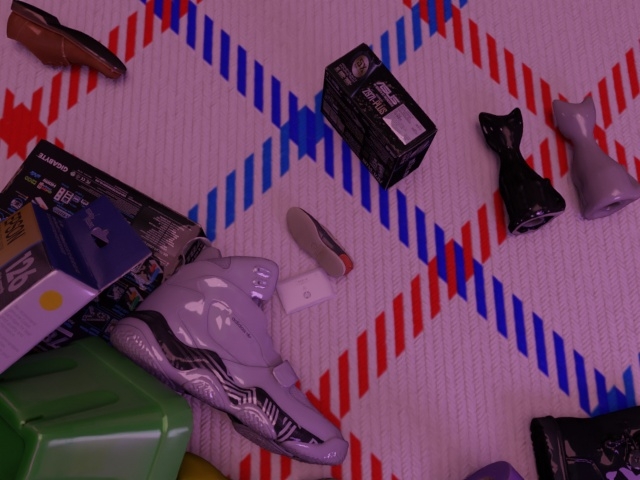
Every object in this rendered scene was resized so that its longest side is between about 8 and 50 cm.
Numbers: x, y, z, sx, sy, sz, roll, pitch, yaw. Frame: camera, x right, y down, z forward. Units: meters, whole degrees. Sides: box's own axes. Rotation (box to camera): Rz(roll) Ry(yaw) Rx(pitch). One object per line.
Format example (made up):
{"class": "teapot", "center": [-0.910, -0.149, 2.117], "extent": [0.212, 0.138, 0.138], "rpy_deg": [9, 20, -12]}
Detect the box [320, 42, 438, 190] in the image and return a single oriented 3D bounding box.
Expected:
{"class": "box", "center": [0.086, -0.189, 0.985], "extent": [0.077, 0.147, 0.180], "rpy_deg": [-35, 79, -12]}

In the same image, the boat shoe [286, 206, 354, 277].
{"class": "boat shoe", "center": [0.000, 0.000, 0.984], "extent": [0.137, 0.049, 0.043], "rpy_deg": [48, 35, 12]}

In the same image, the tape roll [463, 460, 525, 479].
{"class": "tape roll", "center": [0.204, 0.382, 0.813], "extent": [0.189, 0.189, 0.080], "rpy_deg": [-40, 81, -12]}

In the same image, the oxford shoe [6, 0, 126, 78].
{"class": "oxford shoe", "center": [-0.422, -0.316, 1.044], "extent": [0.212, 0.076, 0.076], "rpy_deg": [29, 105, 3]}

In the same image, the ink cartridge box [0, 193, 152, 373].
{"class": "ink cartridge box", "center": [-0.379, 0.049, 0.763], "extent": [0.307, 0.303, 0.072], "rpy_deg": [-42, 121, -11]}

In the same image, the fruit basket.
{"class": "fruit basket", "center": [-0.259, 0.334, 0.788], "extent": [0.282, 0.392, 0.392], "rpy_deg": [21, 72, 37]}

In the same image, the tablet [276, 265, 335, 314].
{"class": "tablet", "center": [-0.024, 0.077, 0.979], "extent": [0.083, 0.006, 0.054], "rpy_deg": [-20, 77, -8]}

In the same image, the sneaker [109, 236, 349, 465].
{"class": "sneaker", "center": [-0.086, 0.153, 0.884], "extent": [0.365, 0.137, 0.210], "rpy_deg": [34, 64, -8]}

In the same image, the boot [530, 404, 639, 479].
{"class": "boot", "center": [0.422, 0.358, 0.879], "extent": [0.207, 0.094, 0.247], "rpy_deg": [-4, 69, 0]}

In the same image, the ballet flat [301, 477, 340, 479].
{"class": "ballet flat", "center": [-0.033, 0.393, 0.792], "extent": [0.086, 0.248, 0.086], "rpy_deg": [5, 111, 14]}

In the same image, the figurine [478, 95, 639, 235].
{"class": "figurine", "center": [0.382, -0.135, 1.022], "extent": [0.214, 0.092, 0.210], "rpy_deg": [-11, 72, -7]}

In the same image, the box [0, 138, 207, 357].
{"class": "box", "center": [-0.371, 0.040, 0.937], "extent": [0.295, 0.073, 0.293], "rpy_deg": [28, 76, 4]}
